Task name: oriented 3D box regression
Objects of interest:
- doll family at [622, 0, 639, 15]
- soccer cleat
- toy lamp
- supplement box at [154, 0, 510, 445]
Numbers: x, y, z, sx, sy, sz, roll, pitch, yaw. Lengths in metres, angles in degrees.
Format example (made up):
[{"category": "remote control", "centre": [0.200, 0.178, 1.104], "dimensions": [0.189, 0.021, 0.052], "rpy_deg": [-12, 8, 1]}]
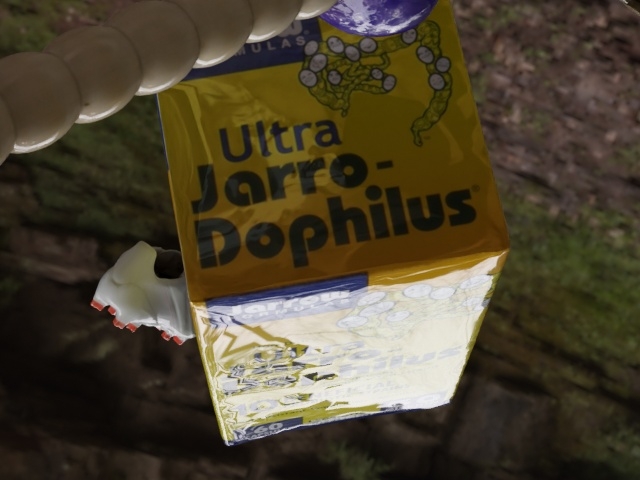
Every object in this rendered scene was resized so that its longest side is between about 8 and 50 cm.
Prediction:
[{"category": "doll family", "centre": [0.226, -0.222, 0.895], "dimensions": [0.193, 0.111, 0.076], "rpy_deg": [30, -166, -29]}, {"category": "soccer cleat", "centre": [-0.137, 0.046, 1.180], "dimensions": [0.068, 0.076, 0.196], "rpy_deg": [38, -177, 16]}, {"category": "toy lamp", "centre": [-0.069, -0.057, 0.416], "dimensions": [0.080, 0.080, 0.274], "rpy_deg": [32, -135, 25]}, {"category": "supplement box", "centre": [0.000, 0.000, 0.935], "dimensions": [0.194, 0.356, 0.195], "rpy_deg": [-10, -112, -4]}]
